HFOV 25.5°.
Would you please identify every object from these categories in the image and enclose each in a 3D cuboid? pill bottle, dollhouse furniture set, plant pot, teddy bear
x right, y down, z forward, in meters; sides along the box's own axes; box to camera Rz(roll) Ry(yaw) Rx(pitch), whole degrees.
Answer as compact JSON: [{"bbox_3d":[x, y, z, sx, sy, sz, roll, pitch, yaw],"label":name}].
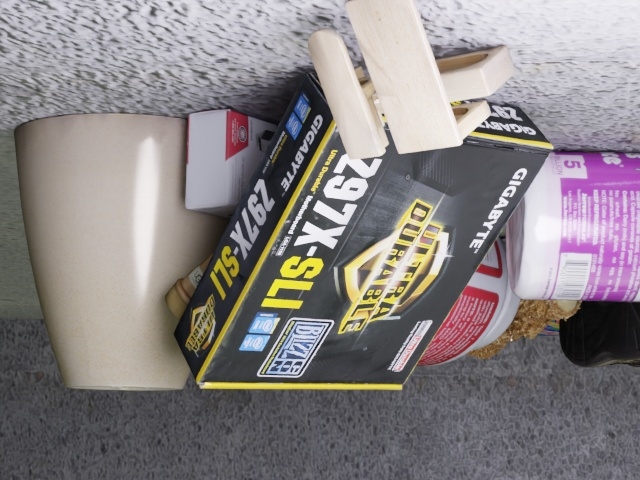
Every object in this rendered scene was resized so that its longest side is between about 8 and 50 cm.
[{"bbox_3d":[0.365,-0.014,1.572,0.301,0.169,0.169,1,172,-1],"label":"pill bottle"},{"bbox_3d":[0.067,-0.154,1.118,0.144,0.123,0.151,-5,-155,39],"label":"dollhouse furniture set"},{"bbox_3d":[0.091,0.038,1.755,0.229,0.229,0.407,-4,170,31],"label":"pill bottle"},{"bbox_3d":[-0.208,0.023,1.532,0.256,0.274,0.256,1,171,0],"label":"plant pot"},{"bbox_3d":[0.327,0.086,2.288,0.113,0.245,0.338,46,160,-5],"label":"teddy bear"}]

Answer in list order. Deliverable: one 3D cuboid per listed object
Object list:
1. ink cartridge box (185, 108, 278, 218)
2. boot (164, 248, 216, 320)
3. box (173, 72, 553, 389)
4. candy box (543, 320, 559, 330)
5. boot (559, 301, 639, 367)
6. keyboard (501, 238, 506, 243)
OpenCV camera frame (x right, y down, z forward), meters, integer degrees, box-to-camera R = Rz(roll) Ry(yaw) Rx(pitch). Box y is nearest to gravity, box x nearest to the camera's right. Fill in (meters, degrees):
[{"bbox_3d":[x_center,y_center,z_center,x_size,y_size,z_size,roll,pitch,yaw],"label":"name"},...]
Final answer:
[{"bbox_3d":[-0.074,-0.073,1.451,0.056,0.099,0.135,-4,171,34],"label":"ink cartridge box"},{"bbox_3d":[0.000,0.000,1.439,0.269,0.089,0.236,-48,151,15],"label":"boot"},{"bbox_3d":[0.037,0.004,1.348,0.257,0.079,0.322,7,126,-35],"label":"box"},{"bbox_3d":[0.357,0.118,2.678,0.317,0.122,0.268,-6,169,33],"label":"candy box"},{"bbox_3d":[0.566,0.139,2.247,0.284,0.138,0.377,4,173,-15],"label":"boot"},{"bbox_3d":[0.311,0.017,2.373,0.072,0.014,0.256,-7,170,19],"label":"keyboard"}]
